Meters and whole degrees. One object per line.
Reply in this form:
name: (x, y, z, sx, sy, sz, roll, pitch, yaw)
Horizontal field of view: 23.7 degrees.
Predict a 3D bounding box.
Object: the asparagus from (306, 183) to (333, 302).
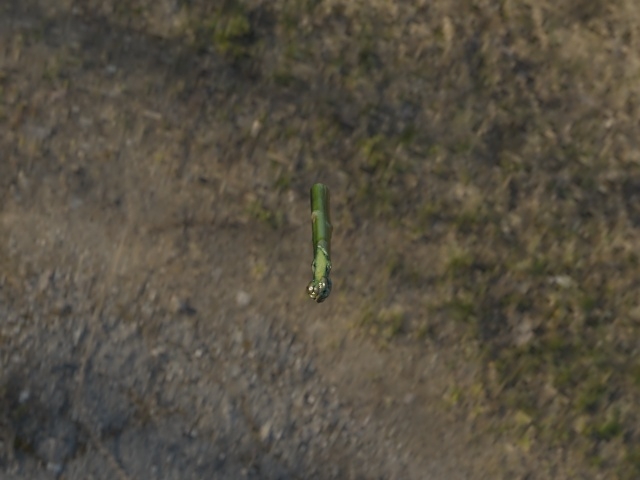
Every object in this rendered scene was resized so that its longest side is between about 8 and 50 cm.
asparagus: (0.000, 0.000, 0.945, 0.015, 0.018, 0.127, 11, 30, -6)
